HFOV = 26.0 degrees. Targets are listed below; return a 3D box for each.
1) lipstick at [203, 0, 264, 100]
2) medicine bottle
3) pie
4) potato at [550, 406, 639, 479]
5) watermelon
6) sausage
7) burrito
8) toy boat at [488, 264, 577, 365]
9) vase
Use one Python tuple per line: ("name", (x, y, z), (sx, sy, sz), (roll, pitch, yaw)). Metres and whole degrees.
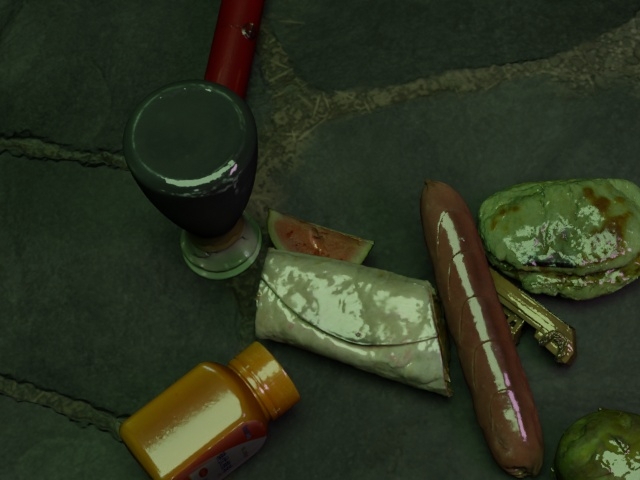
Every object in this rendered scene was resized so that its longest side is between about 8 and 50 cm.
("lipstick", (-0.133, -0.310, 2.154), (0.073, 0.073, 0.280), (5, 65, 9))
("medicine bottle", (-0.142, 0.239, 1.838), (0.222, 0.149, 0.112), (-37, 67, -12))
("pie", (0.346, -0.013, 1.942), (0.247, 0.090, 0.201), (-5, 57, 4))
("potato", (0.428, 0.331, 1.743), (0.298, 0.141, 0.176), (41, 89, 13))
("watermelon", (0.004, -0.002, 1.991), (0.163, 0.087, 0.069), (20, 37, 13))
("sausage", (0.211, 0.109, 1.865), (0.087, 0.088, 0.433), (-17, 75, -2))
("burrito", (0.057, 0.107, 1.911), (0.299, 0.105, 0.143), (16, 76, 12))
("toy boat", (0.266, 0.102, 1.916), (0.206, 0.064, 0.072), (37, 92, 24))
("vase", (-0.159, -0.065, 1.896), (0.173, 0.321, 0.173), (-1, 63, 2))
